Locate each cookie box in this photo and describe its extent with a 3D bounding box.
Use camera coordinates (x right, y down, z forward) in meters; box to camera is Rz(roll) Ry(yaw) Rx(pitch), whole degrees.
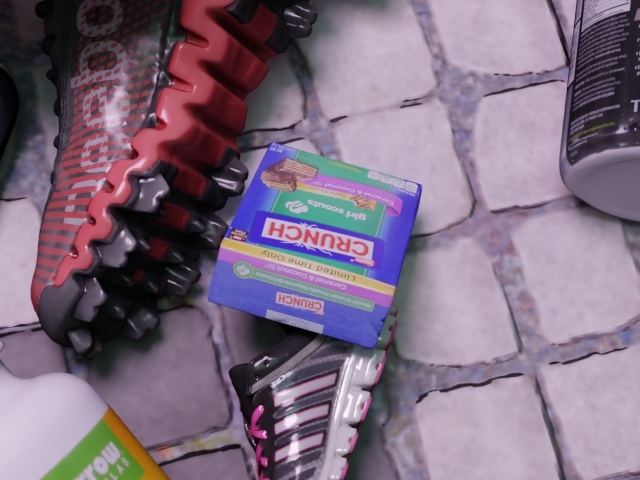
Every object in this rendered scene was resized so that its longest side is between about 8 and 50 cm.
[{"bbox_3d":[0.000,0.000,0.618,0.091,0.040,0.107,16,36,3],"label":"cookie box"}]

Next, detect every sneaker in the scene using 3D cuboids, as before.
[{"bbox_3d":[-0.101,-0.077,0.637,0.135,0.097,0.276,20,84,23],"label":"sneaker"},{"bbox_3d":[-0.019,0.097,0.604,0.074,0.063,0.170,21,67,2],"label":"sneaker"}]

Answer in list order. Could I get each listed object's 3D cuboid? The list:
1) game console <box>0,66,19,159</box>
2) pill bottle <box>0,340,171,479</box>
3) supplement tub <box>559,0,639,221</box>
[{"bbox_3d":[-0.247,0.061,0.608,0.213,0.044,0.361,16,73,1],"label":"game console"},{"bbox_3d":[-0.122,0.146,0.509,0.136,0.136,0.246,-40,96,-15],"label":"pill bottle"},{"bbox_3d":[0.201,-0.115,0.659,0.117,0.117,0.190,11,72,-1],"label":"supplement tub"}]
